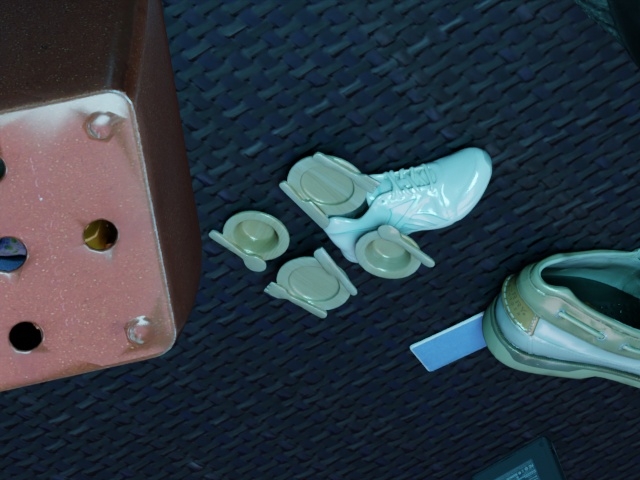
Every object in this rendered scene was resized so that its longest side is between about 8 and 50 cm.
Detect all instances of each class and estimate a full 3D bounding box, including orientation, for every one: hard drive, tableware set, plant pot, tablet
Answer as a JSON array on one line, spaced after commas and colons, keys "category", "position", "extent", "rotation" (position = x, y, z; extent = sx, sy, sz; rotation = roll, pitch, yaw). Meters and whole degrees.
[{"category": "hard drive", "position": [0.214, 0.279, 1.989], "extent": [0.094, 0.135, 0.022], "rotation": [-32, 141, 19]}, {"category": "tableware set", "position": [0.000, 0.000, 1.595], "extent": [0.168, 0.020, 0.141], "rotation": [-31, 122, 35]}, {"category": "plant pot", "position": [-0.206, -0.039, 1.245], "extent": [0.267, 0.236, 0.267], "rotation": [-12, 117, -8]}, {"category": "tablet", "position": [0.129, 0.093, 1.824], "extent": [0.083, 0.006, 0.054], "rotation": [-25, 143, 11]}]

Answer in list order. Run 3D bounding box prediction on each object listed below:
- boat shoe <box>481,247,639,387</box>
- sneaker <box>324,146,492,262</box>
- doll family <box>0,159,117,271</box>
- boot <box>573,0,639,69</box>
[{"category": "boat shoe", "position": [0.303, 0.069, 1.777], "extent": [0.302, 0.113, 0.103], "rotation": [1, 145, -22]}, {"category": "sneaker", "position": [0.069, -0.034, 1.597], "extent": [0.152, 0.054, 0.061], "rotation": [-30, 138, 17]}, {"category": "doll family", "position": [-0.193, 0.015, 1.494], "extent": [0.163, 0.118, 0.263], "rotation": [0, 140, -23]}, {"category": "boot", "position": [0.184, -0.212, 1.212], "extent": [0.131, 0.260, 0.348], "rotation": [-40, 127, 12]}]
